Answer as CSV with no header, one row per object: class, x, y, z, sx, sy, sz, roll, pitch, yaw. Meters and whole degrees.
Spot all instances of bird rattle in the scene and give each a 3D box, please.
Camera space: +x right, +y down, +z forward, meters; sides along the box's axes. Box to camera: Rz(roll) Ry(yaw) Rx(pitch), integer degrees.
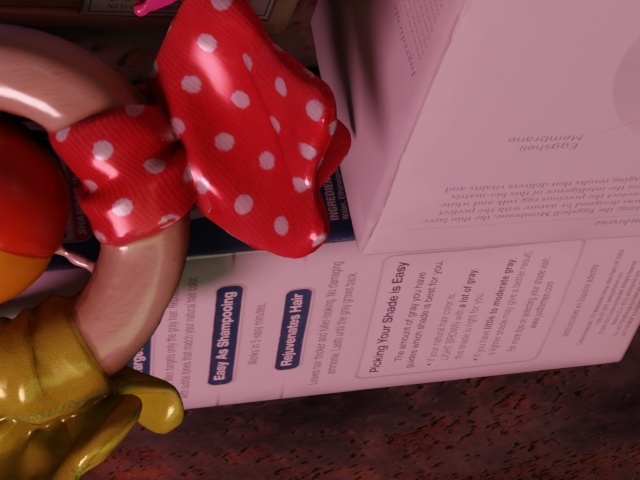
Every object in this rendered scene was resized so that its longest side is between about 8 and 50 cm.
bird rattle,-0.113,-0.003,0.762,0.207,0.143,0.253,25,116,-10

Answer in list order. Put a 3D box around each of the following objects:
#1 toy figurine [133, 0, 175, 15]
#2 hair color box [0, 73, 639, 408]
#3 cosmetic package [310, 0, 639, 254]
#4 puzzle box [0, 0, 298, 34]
toy figurine,-0.110,-0.120,0.630,0.159,0.130,0.173,-26,126,-1
hair color box,0.000,0.000,0.967,0.347,0.105,0.174,-6,150,-10
cosmetic package,0.132,-0.110,0.781,0.224,0.138,0.225,-3,150,-15
puzzle box,-0.172,-0.175,0.643,0.409,0.052,0.272,-1,150,-18
